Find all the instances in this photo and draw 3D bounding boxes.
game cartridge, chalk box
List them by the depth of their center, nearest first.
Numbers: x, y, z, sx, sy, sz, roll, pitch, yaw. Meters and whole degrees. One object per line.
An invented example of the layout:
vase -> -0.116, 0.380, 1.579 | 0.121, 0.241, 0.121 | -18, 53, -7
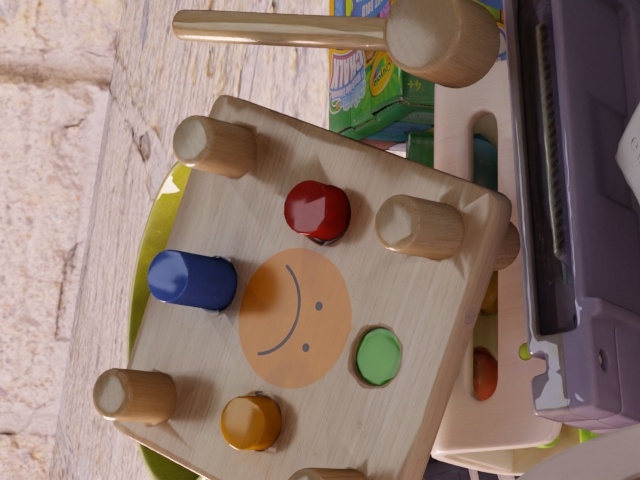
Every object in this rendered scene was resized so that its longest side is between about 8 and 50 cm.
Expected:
game cartridge -> 0.205, -0.042, 1.297 | 0.068, 0.230, 0.355 | -15, 69, 36
chalk box -> 0.117, -0.166, 1.623 | 0.179, 0.180, 0.289 | 157, 114, -69

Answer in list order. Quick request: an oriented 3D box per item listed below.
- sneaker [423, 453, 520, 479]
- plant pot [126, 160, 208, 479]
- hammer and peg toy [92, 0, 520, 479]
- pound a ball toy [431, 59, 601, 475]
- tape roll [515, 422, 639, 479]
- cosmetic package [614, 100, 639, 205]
sneaker -> 0.143, 0.262, 1.628 | 0.282, 0.153, 0.099 | 69, -178, -48
plant pot -> 0.023, 0.077, 1.589 | 0.275, 0.294, 0.274 | -175, 90, -66
hammer and peg toy -> 0.000, 0.000, 1.297 | 0.266, 0.127, 0.361 | 21, 96, 37
pound a ball toy -> 0.161, 0.054, 1.389 | 0.136, 0.208, 0.319 | -9, 72, 35
tape roll -> 0.212, 0.212, 1.005 | 0.246, 0.246, 0.169 | -145, 40, -68
cosmetic package -> 0.321, -0.115, 1.047 | 0.217, 0.156, 0.385 | -105, 25, -46
